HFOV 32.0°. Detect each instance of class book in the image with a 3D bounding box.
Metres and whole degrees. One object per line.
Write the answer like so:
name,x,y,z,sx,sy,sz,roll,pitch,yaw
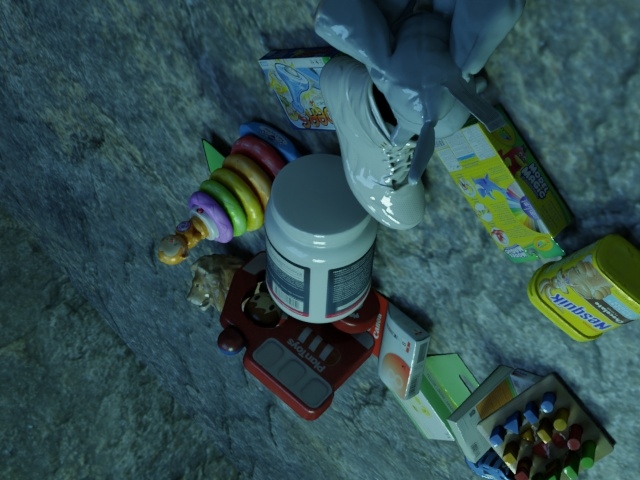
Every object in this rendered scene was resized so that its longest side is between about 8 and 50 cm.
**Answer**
book,0.287,0.295,1.895,0.035,0.144,0.096,12,136,54

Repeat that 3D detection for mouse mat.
mouse mat,-0.161,-0.113,2.201,0.189,0.007,0.153,42,163,18

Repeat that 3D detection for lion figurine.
lion figurine,-0.118,0.103,2.344,0.392,0.142,0.240,-23,98,49

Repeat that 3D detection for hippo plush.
hippo plush,0.154,-0.229,1.386,0.294,0.234,0.236,59,-172,15

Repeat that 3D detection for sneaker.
sneaker,0.339,0.429,2.109,0.144,0.053,0.059,25,147,26
sneaker,0.103,-0.126,1.630,0.293,0.108,0.169,63,164,-24

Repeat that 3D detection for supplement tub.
supplement tub,0.000,0.000,1.901,0.191,0.191,0.272,39,153,22

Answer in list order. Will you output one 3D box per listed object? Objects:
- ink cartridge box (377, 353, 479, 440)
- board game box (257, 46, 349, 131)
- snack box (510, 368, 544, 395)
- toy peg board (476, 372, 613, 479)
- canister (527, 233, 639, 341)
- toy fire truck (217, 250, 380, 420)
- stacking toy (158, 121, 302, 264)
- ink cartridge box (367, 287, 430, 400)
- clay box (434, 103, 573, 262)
ink cartridge box,0.225,0.298,2.112,0.171,0.056,0.235,55,157,-9
board game box,-0.005,-0.238,1.763,0.201,0.035,0.136,9,134,54
snack box,0.376,0.296,1.896,0.064,0.022,0.178,15,138,49
toy peg board,0.359,0.329,1.800,0.161,0.079,0.161,-39,91,21
canister,0.374,0.065,1.507,0.126,0.073,0.170,40,154,-5
toy fire truck,-0.053,0.159,2.060,0.302,0.254,0.169,39,143,13
stacking toy,-0.170,-0.058,1.966,0.175,0.302,0.166,35,152,32
ink cartridge box,0.122,0.189,2.073,0.179,0.045,0.145,36,133,36
clay box,0.256,-0.073,1.544,0.222,0.053,0.127,54,155,-12
